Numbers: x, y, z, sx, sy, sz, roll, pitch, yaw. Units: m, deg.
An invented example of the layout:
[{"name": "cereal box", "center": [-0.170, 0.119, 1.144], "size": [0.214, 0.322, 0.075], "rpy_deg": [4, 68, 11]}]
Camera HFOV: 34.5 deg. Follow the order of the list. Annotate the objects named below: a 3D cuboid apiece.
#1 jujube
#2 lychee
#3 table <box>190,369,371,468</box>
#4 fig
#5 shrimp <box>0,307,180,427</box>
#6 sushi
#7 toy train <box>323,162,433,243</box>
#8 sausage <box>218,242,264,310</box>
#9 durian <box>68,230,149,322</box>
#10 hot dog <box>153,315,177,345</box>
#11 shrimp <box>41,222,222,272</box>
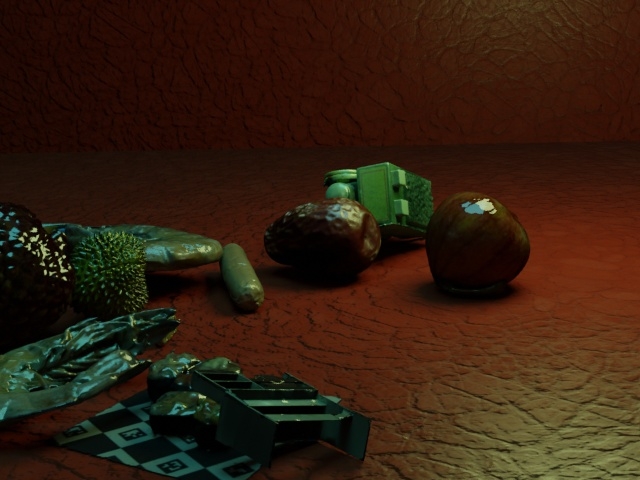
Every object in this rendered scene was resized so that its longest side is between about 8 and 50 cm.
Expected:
[{"name": "jujube", "center": [0.000, 0.000, 1.990], "size": [0.236, 0.168, 0.168], "rpy_deg": [-9, 8, 34]}, {"name": "lychee", "center": [-0.520, 0.064, 1.645], "size": [0.271, 0.236, 0.236], "rpy_deg": [-42, 30, -21]}, {"name": "table", "center": [-0.053, 0.210, 1.226], "size": [0.146, 0.062, 0.175], "rpy_deg": [7, 7, -41]}, {"name": "fig", "center": [0.275, 0.011, 1.859], "size": [0.205, 0.205, 0.205], "rpy_deg": [-2, 14, 1]}, {"name": "shrimp", "center": [-0.337, 0.176, 1.404], "size": [0.360, 0.085, 0.247], "rpy_deg": [-23, 16, -33]}, {"name": "sushi", "center": [-0.159, 0.210, 1.333], "size": [0.294, 0.059, 0.292], "rpy_deg": [6, 16, 29]}, {"name": "toy train", "center": [0.122, -0.074, 2.151], "size": [0.188, 0.159, 0.272], "rpy_deg": [-8, -10, 28]}, {"name": "sausage", "center": [-0.152, 0.065, 1.921], "size": [0.066, 0.065, 0.301], "rpy_deg": [-5, 13, -11]}, {"name": "durian", "center": [-0.371, 0.059, 1.775], "size": [0.146, 0.159, 0.198], "rpy_deg": [-1, 12, -17]}, {"name": "hot dog", "center": [-0.259, 0.146, 1.672], "size": [0.034, 0.030, 0.090], "rpy_deg": [-2, 13, 7]}, {"name": "shrimp", "center": [-0.401, 0.023, 1.999], "size": [0.446, 0.110, 0.221], "rpy_deg": [1, 7, 24]}]
